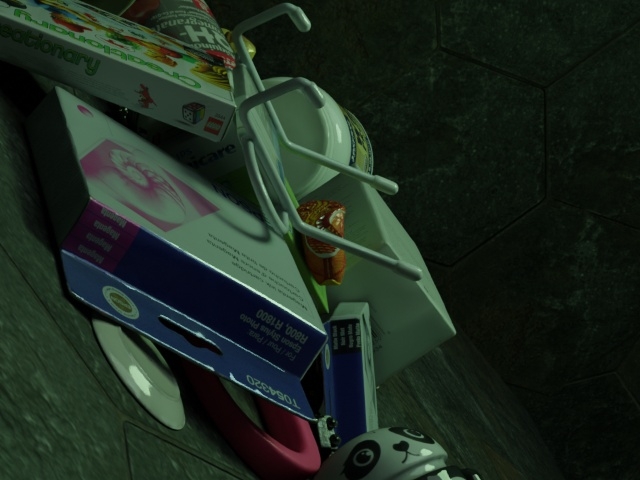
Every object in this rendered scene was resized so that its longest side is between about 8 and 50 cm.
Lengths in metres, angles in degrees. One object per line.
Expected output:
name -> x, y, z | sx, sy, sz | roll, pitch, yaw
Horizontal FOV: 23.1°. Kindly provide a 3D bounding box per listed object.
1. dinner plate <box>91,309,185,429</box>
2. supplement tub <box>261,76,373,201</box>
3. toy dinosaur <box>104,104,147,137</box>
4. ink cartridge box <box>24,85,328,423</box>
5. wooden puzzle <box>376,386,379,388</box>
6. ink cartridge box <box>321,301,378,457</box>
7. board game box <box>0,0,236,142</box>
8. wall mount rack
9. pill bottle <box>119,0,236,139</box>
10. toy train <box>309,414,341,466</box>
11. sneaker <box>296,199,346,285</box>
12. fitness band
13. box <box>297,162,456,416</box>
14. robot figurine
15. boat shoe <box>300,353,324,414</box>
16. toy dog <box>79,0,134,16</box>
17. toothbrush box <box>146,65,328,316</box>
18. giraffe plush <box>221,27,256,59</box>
dinner plate -> -0.167, 0.117, 1.477 | 0.141, 0.017, 0.141 | 54, 6, -8
supplement tub -> -0.047, -0.143, 2.578 | 0.228, 0.228, 0.316 | 56, 7, 10
toy dinosaur -> -0.228, -0.094, 1.889 | 0.118, 0.064, 0.268 | 58, 8, -23
ink cartridge box -> -0.141, 0.009, 1.629 | 0.324, 0.071, 0.330 | 32, 18, -34
wooden puzzle -> 0.067, 0.208, 2.544 | 0.078, 0.014, 0.116 | 50, 7, -1
ink cartridge box -> 0.039, 0.194, 1.896 | 0.224, 0.045, 0.223 | -38, 124, -82
board game box -> -0.250, -0.214, 1.773 | 0.305, 0.053, 0.193 | 20, 19, -16
wall mount rack -> -0.004, -0.102, 1.857 | 0.350, 0.130, 0.304 | -99, 165, -57
pill bottle -> -0.186, -0.202, 2.172 | 0.176, 0.176, 0.318 | 46, 11, -47
toy train -> 0.012, 0.266, 1.736 | 0.036, 0.027, 0.158 | 8, 54, -32
sneaker -> 0.000, 0.000, 1.913 | 0.175, 0.064, 0.067 | -87, 175, -63
fitness band -> -0.084, 0.146, 1.715 | 0.209, 0.054, 0.291 | 49, 10, -37
box -> 0.029, 0.063, 2.178 | 0.168, 0.215, 0.345 | 52, 8, -20
robot figurine -> 0.103, 0.324, 1.608 | 0.278, 0.173, 0.209 | 57, 8, 18
boat shoe -> -0.020, 0.162, 1.844 | 0.042, 0.049, 0.133 | -73, 167, -54
toy dog -> -0.333, -0.529, 1.987 | 0.284, 0.395, 0.408 | 32, 30, -48
toothbrush box -> -0.103, -0.044, 1.949 | 0.206, 0.122, 0.283 | -99, 166, -65
giraffe plush -> -0.230, -0.277, 2.444 | 0.170, 0.181, 0.210 | 38, 50, -32
